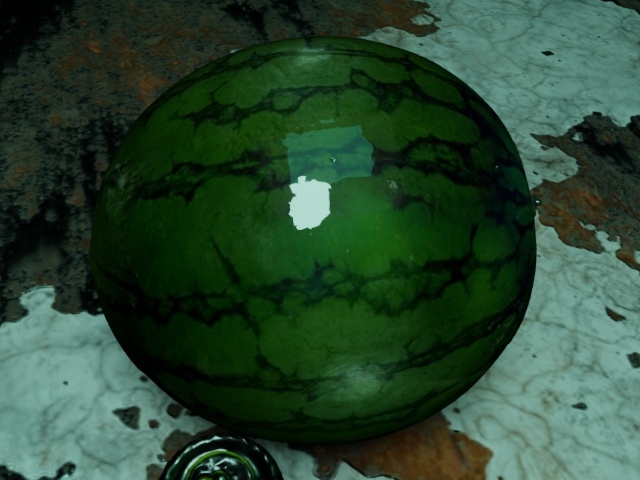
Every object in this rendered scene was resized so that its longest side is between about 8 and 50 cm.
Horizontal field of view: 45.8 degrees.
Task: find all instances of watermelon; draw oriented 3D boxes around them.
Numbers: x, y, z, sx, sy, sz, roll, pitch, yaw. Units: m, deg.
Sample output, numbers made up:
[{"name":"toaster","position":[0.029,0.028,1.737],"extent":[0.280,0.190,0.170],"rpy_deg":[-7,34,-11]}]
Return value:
[{"name":"watermelon","position":[0.000,0.000,0.622],"extent":[0.364,0.363,0.363],"rpy_deg":[4,42,-4]}]

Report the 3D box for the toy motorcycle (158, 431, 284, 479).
[{"name":"toy motorcycle","position":[-0.019,0.276,0.448],"extent":[0.342,0.142,0.206],"rpy_deg":[36,66,25]}]
